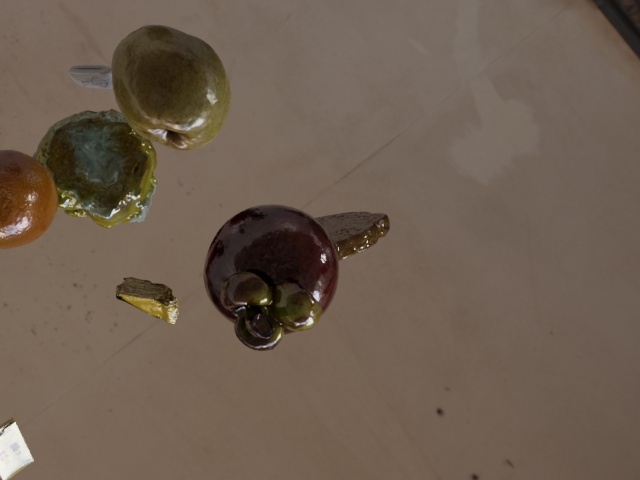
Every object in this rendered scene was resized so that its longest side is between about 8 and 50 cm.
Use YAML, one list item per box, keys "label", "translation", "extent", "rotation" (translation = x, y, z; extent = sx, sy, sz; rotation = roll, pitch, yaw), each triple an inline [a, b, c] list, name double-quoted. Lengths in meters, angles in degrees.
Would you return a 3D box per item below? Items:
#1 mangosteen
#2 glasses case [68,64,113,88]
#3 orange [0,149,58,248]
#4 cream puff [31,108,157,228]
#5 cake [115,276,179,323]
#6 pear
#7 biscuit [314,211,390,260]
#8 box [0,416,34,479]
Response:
- label: "mangosteen"
  translation: [-0.073, 0.064, 0.902]
  extent: [0.215, 0.215, 0.257]
  rotation: [-39, -154, 16]
- label: "glasses case"
  translation: [-0.697, -0.509, 1.839]
  extent: [0.076, 0.197, 0.049]
  rotation: [56, 48, -57]
- label: "orange"
  translation: [-0.612, -0.078, 1.148]
  extent: [0.206, 0.206, 0.206]
  rotation: [-39, 180, 0]
- label: "cream puff"
  translation: [-0.680, -0.205, 1.807]
  extent: [0.378, 0.378, 0.275]
  rotation: [-39, -169, -19]
- label: "cake"
  translation: [-0.479, 0.170, 1.680]
  extent: [0.116, 0.185, 0.079]
  rotation: [83, 13, -46]
- label: "pear"
  translation: [-0.277, -0.277, 1.107]
  extent: [0.229, 0.211, 0.188]
  rotation: [12, 146, -36]
- label: "biscuit"
  translation: [0.000, 0.000, 1.534]
  extent: [0.359, 0.074, 0.381]
  rotation: [-11, -164, 11]
- label: "box"
  translation: [-0.671, 0.449, 1.268]
  extent: [0.073, 0.020, 0.149]
  rotation: [-35, 139, -39]
